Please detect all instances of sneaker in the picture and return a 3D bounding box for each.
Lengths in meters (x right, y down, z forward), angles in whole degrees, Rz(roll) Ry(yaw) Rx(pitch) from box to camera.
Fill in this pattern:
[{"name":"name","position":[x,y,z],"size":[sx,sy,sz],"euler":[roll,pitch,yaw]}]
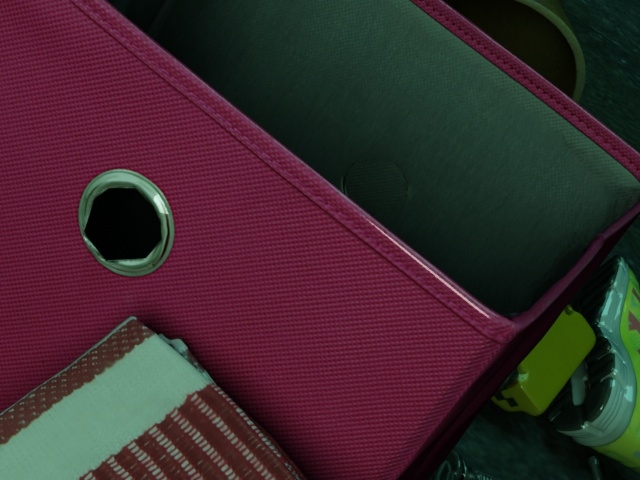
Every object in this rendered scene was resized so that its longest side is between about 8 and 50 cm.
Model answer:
[{"name":"sneaker","position":[0.205,0.090,1.099],"size":[0.094,0.081,0.208],"euler":[37,30,-12]}]

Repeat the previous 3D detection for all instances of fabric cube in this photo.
[{"name":"fabric cube","position":[-0.054,0.017,0.669],"size":[0.254,0.258,0.259],"euler":[40,25,10]}]

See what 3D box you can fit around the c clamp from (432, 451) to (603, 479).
[{"name":"c clamp","position":[0.120,0.163,0.917],"size":[0.160,0.022,0.137],"euler":[21,33,-32]}]

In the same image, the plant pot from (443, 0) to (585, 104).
[{"name":"plant pot","position":[0.031,-0.190,1.059],"size":[0.237,0.237,0.254],"euler":[16,52,-36]}]

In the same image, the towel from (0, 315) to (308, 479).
[{"name":"towel","position":[-0.046,0.201,0.429],"size":[0.329,0.237,0.037],"euler":[48,-12,27]}]

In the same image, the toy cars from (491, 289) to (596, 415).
[{"name":"toy cars","position":[0.000,0.000,0.967],"size":[0.393,0.087,0.176],"euler":[16,66,-33]}]
